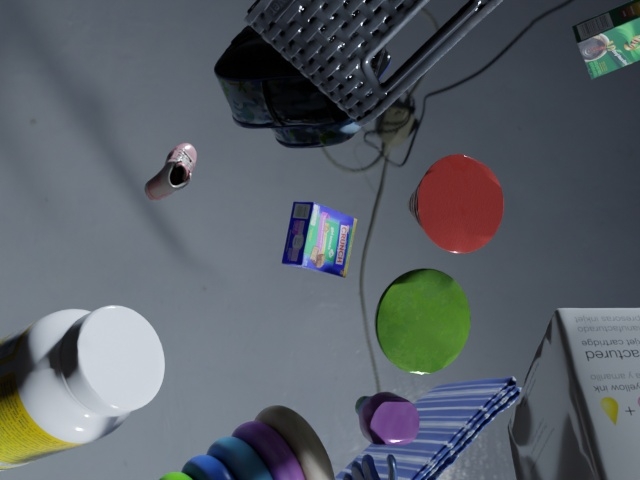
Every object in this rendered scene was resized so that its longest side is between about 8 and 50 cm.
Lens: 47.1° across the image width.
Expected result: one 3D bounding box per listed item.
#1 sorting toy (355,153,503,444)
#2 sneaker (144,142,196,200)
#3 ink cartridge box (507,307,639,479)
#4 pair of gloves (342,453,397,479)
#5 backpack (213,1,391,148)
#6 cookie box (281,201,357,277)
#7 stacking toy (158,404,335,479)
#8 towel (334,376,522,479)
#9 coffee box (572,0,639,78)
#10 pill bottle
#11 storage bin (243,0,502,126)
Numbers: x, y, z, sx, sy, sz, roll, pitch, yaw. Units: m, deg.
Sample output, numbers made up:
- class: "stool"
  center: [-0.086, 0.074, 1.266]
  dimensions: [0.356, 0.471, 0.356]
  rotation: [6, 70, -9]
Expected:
- class: "sorting toy"
  center: [0.111, 0.071, 0.930]
  dimensions: [0.127, 0.126, 0.366]
  rotation: [19, 85, -21]
- class: "sneaker"
  center: [-0.228, -0.119, 1.201]
  dimensions: [0.051, 0.070, 0.134]
  rotation: [51, 44, -21]
- class: "ink cartridge box"
  center: [0.230, 0.182, 0.448]
  dimensions: [0.171, 0.168, 0.233]
  rotation: [0, 49, 0]
- class: "pair of gloves"
  center: [0.024, 0.330, 0.830]
  dimensions: [0.023, 0.159, 0.198]
  rotation: [41, 92, -20]
- class: "backpack"
  center: [-0.014, -0.120, 0.545]
  dimensions: [0.114, 0.084, 0.105]
  rotation: [4, 44, 28]
- class: "cookie box"
  center: [0.000, 0.000, 1.047]
  dimensions: [0.040, 0.107, 0.092]
  rotation: [6, 83, 38]
- class: "stacking toy"
  center: [-0.147, 0.304, 0.774]
  dimensions: [0.330, 0.141, 0.141]
  rotation: [-21, 72, -35]
- class: "towel"
  center: [0.116, 0.314, 1.039]
  dimensions: [0.336, 0.243, 0.040]
  rotation: [-37, 92, -25]
- class: "coffee box"
  center: [0.501, -0.331, 1.152]
  dimensions: [0.184, 0.113, 0.040]
  rotation: [-19, 61, 23]
- class: "pill bottle"
  center: [-0.385, 0.209, 1.049]
  dimensions: [0.188, 0.334, 0.188]
  rotation: [33, 45, -41]
- class: "storage bin"
  center: [0.042, -0.160, 0.407]
  dimensions: [0.084, 0.122, 0.180]
  rotation: [41, 33, -14]
